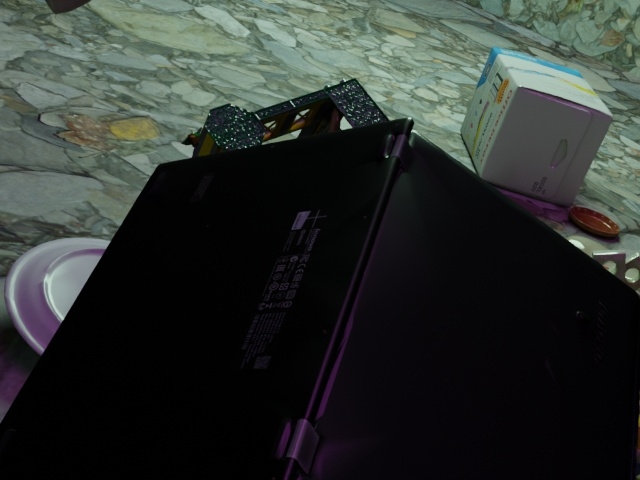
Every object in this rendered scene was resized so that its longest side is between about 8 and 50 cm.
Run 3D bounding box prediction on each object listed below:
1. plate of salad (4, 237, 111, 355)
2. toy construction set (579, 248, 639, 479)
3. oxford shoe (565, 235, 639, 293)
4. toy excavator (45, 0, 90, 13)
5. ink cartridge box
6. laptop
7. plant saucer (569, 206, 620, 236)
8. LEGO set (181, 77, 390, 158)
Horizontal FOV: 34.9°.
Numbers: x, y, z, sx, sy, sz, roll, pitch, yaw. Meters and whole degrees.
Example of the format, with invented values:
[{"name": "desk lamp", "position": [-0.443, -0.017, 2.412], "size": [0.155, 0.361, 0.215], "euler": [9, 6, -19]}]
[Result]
[{"name": "plate of salad", "position": [-0.187, 0.070, 0.919], "size": [0.199, 0.048, 0.200], "euler": [20, 33, -14]}, {"name": "toy construction set", "position": [0.316, 0.152, 1.021], "size": [0.215, 0.151, 0.328], "euler": [19, 36, -2]}, {"name": "oxford shoe", "position": [0.466, 0.079, 1.253], "size": [0.397, 0.147, 0.140], "euler": [33, 30, 28]}, {"name": "toy excavator", "position": [-0.365, -0.083, 0.626], "size": [0.432, 0.445, 0.222], "euler": [3, 30, -31]}, {"name": "ink cartridge box", "position": [0.353, -0.195, 1.702], "size": [0.168, 0.171, 0.233], "euler": [15, 25, -9]}, {"name": "laptop", "position": [0.018, 0.112, 0.802], "size": [0.407, 0.236, 0.382], "euler": [-7, 38, 26]}, {"name": "plant saucer", "position": [0.432, -0.028, 1.607], "size": [0.083, 0.013, 0.083], "euler": [15, 25, -7]}, {"name": "LEGO set", "position": [0.000, 0.000, 1.078], "size": [0.331, 0.192, 0.255], "euler": [46, 51, 11]}]
